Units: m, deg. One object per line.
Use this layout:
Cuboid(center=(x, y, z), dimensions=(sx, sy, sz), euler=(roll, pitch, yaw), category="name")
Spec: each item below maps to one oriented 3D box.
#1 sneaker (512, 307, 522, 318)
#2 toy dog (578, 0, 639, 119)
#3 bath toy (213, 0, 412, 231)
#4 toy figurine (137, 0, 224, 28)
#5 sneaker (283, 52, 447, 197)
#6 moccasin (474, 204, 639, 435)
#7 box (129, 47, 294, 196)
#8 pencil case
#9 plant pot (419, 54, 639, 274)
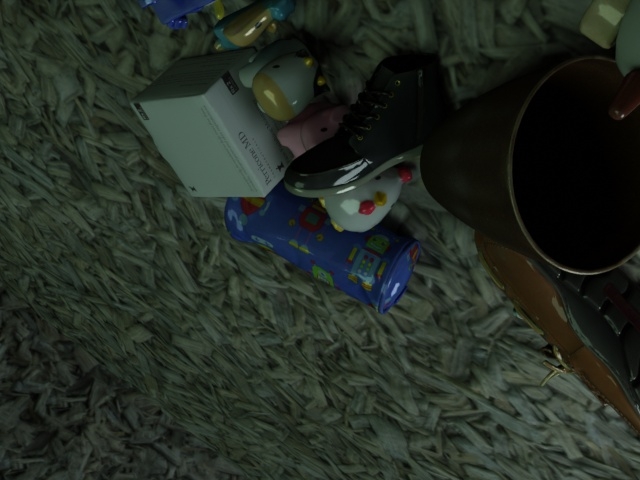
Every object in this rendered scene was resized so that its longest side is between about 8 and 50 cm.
Cuboid(center=(0.316, 0.112, 1.286), dimensions=(0.098, 0.038, 0.069), euler=(-6, 125, 51), category="sneaker")
Cuboid(center=(0.317, -0.213, 0.755), dimensions=(0.220, 0.161, 0.333), euler=(24, 145, 24), category="toy dog")
Cuboid(center=(0.002, -0.155, 1.210), dimensions=(0.129, 0.151, 0.348), euler=(-21, 121, 24), category="bath toy")
Cuboid(center=(-0.156, -0.333, 1.060), dimensions=(0.362, 0.217, 0.191), euler=(-4, 128, 49), category="toy figurine")
Cuboid(center=(0.047, -0.140, 1.107), dimensions=(0.083, 0.222, 0.118), euler=(43, 153, 47), category="sneaker")
Cuboid(center=(0.334, 0.114, 1.177), dimensions=(0.380, 0.139, 0.147), euler=(43, 155, -9), category="moccasin")
Cuboid(center=(-0.145, -0.165, 1.355), dimensions=(0.182, 0.119, 0.181), euler=(4, 134, 45), category="box")
Cuboid(center=(0.000, 0.000, 1.406), dimensions=(0.306, 0.119, 0.133), euler=(26, 152, 23), category="pencil case")
Cuboid(center=(0.215, -0.081, 1.017), dimensions=(0.215, 0.215, 0.230), euler=(54, 160, -21), category="plant pot")
